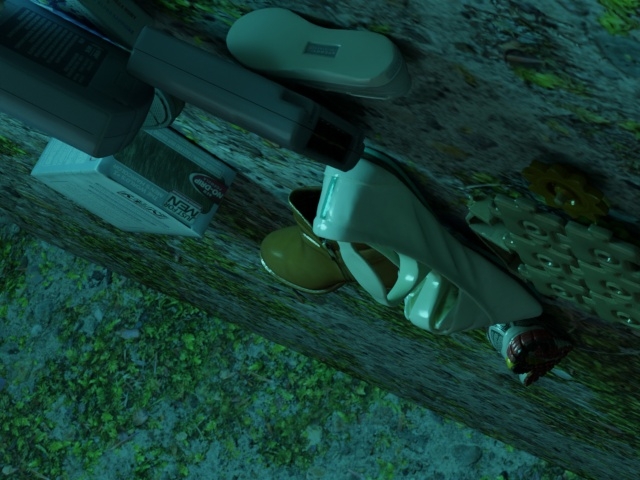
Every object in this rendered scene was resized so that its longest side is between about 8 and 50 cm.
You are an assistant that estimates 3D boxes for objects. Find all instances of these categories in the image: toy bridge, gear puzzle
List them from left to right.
[{"bbox_3d":[0.192,-0.010,1.463,0.063,0.026,0.188,34,173,32],"label":"toy bridge"},{"bbox_3d":[0.260,-0.003,1.337,0.175,0.044,0.339,24,165,29],"label":"gear puzzle"}]

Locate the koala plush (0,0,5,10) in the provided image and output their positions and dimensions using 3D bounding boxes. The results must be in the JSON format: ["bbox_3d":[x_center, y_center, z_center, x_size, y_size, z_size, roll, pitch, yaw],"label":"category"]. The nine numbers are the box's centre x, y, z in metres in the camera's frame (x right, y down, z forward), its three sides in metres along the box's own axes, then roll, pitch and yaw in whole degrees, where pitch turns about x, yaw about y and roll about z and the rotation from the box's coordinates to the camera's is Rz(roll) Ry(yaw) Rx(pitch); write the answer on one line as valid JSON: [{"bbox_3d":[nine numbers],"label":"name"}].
[{"bbox_3d":[-0.314,-0.277,1.119,0.221,0.196,0.203,27,159,26],"label":"koala plush"}]

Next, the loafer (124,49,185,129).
[{"bbox_3d":[-0.263,-0.207,1.617,0.268,0.084,0.096,17,133,30],"label":"loafer"}]

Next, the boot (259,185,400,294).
[{"bbox_3d":[0.000,0.000,1.762,0.283,0.109,0.220,18,166,33],"label":"boot"}]

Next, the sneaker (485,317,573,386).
[{"bbox_3d":[0.281,0.133,1.816,0.092,0.088,0.225,52,-176,24],"label":"sneaker"}]

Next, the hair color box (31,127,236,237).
[{"bbox_3d":[-0.291,-0.101,2.004,0.185,0.113,0.374,33,168,-23],"label":"hair color box"}]

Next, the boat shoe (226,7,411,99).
[{"bbox_3d":[0.000,-0.164,1.195,0.184,0.066,0.063,10,160,30],"label":"boat shoe"}]

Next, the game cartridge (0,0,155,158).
[{"bbox_3d":[-0.257,-0.163,1.279,0.196,0.060,0.294,23,-165,-9],"label":"game cartridge"}]

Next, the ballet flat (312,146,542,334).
[{"bbox_3d":[0.121,0.034,1.588,0.139,0.139,0.400,16,164,47],"label":"ballet flat"}]

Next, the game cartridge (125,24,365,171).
[{"bbox_3d":[-0.072,-0.137,1.305,0.198,0.062,0.297,21,-177,13],"label":"game cartridge"}]

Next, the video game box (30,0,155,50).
[{"bbox_3d":[-0.304,-0.281,1.414,0.205,0.048,0.187,18,163,41],"label":"video game box"}]
